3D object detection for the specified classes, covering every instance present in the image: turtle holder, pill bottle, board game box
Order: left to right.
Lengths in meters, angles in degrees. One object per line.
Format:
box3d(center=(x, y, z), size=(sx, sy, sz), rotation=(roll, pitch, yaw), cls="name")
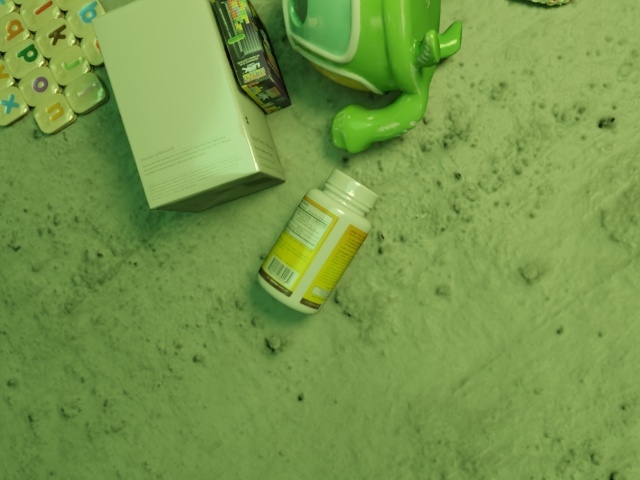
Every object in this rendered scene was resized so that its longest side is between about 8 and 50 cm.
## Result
box3d(center=(-0.100, -0.285, 0.809), size=(0.048, 0.170, 0.140), rotation=(-20, 89, 7), cls="board game box")
box3d(center=(0.000, 0.000, 0.826), size=(0.117, 0.117, 0.214), rotation=(33, 96, 7), cls="pill bottle")
box3d(center=(0.079, -0.317, 0.772), size=(0.228, 0.320, 0.243), rotation=(5, 49, 22), cls="turtle holder")

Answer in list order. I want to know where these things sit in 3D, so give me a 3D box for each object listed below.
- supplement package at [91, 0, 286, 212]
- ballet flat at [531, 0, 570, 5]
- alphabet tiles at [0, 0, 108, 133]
box3d(center=(-0.193, -0.209, 0.821), size=(0.176, 0.177, 0.292), rotation=(-18, 89, 9), cls="supplement package")
box3d(center=(0.285, -0.434, 0.794), size=(0.241, 0.077, 0.091), rotation=(31, 95, 6), cls="ballet flat")
box3d(center=(-0.499, -0.340, 0.944), size=(0.278, 0.021, 0.284), rotation=(-30, 87, 9), cls="alphabet tiles")
